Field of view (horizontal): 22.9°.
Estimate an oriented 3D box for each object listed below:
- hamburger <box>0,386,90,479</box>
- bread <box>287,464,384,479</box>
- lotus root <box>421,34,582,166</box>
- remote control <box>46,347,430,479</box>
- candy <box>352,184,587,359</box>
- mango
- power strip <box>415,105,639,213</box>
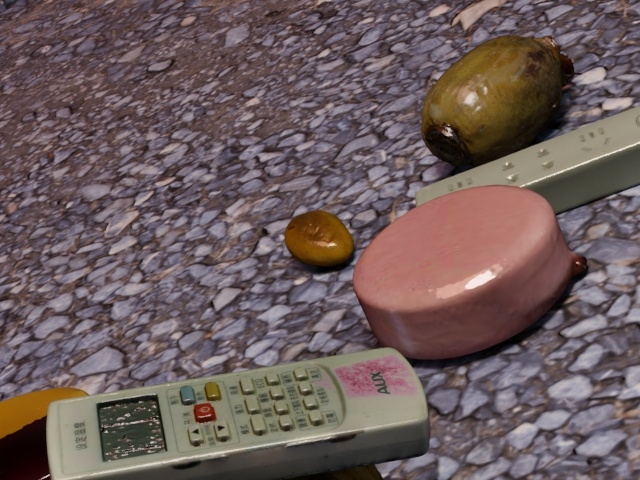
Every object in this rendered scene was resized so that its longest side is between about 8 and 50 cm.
[{"bbox_3d":[-0.296,0.274,1.675,0.227,0.151,0.295,-21,21,-5],"label":"hamburger"},{"bbox_3d":[-0.061,0.267,1.493,0.227,0.142,0.253,-11,27,29],"label":"bread"},{"bbox_3d":[0.241,-0.197,2.068,0.278,0.154,0.154,-36,28,-31],"label":"lotus root"},{"bbox_3d":[-0.075,0.169,1.433,0.344,0.050,0.145,-9,26,-8],"label":"remote control"},{"bbox_3d":[0.165,0.030,1.772,0.255,0.094,0.255,-20,26,11],"label":"candy"},{"bbox_3d":[0.000,0.000,2.013,0.079,0.057,0.114,-33,36,-23],"label":"mango"},{"bbox_3d":[0.302,-0.086,1.901,0.385,0.062,0.091,-21,30,10],"label":"power strip"}]
